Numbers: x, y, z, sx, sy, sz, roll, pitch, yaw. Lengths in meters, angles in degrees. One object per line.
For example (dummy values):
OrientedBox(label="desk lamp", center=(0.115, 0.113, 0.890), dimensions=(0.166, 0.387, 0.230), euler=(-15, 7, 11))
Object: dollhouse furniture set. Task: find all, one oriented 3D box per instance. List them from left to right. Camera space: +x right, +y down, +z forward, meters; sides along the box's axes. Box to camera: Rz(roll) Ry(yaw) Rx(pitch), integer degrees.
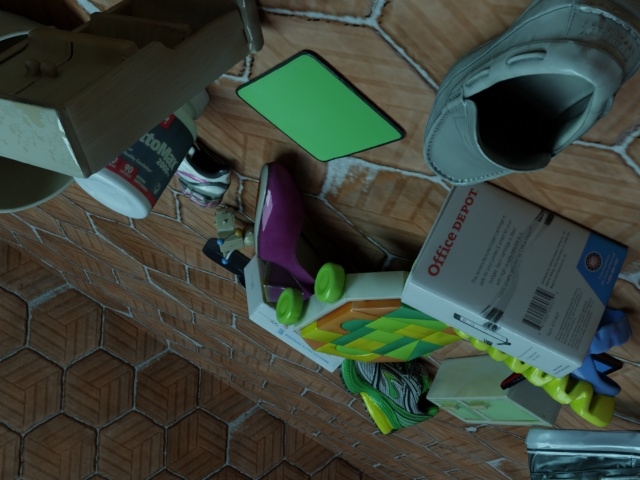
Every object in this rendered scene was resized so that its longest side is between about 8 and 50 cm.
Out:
OrientedBox(label="dollhouse furniture set", center=(-0.224, -0.293, 0.686), dimensions=(0.362, 0.256, 0.394), euler=(15, 135, 31))

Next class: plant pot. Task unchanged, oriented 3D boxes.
OrientedBox(label="plant pot", center=(-0.468, -0.216, 1.112), dimensions=(0.274, 0.256, 0.256), euler=(37, 167, 31))

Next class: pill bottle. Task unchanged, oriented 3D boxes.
OrientedBox(label="pill bottle", center=(-0.218, -0.128, 1.027), dimensions=(0.108, 0.180, 0.108), euler=(25, 160, 10))

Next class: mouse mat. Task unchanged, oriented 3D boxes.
OrientedBox(label="mouse mat", center=(-0.005, -0.149, 0.953), dimensions=(0.152, 0.007, 0.190), euler=(37, 160, -23))

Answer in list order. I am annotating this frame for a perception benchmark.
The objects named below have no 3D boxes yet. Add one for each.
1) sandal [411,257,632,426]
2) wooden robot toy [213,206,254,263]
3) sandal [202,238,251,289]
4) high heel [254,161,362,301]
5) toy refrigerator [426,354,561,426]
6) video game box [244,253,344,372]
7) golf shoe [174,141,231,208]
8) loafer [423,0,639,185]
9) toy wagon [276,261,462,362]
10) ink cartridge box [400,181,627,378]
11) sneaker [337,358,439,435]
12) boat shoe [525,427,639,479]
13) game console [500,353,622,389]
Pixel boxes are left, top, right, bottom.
OrientedBox(label="sandal", center=(0.257, 0.094, 1.020), dimensions=(0.317, 0.138, 0.126), euler=(31, -173, -9))
OrientedBox(label="wooden robot toy", center=(-0.138, -0.019, 1.397), dimensions=(0.079, 0.076, 0.173), euler=(-7, 159, -5))
OrientedBox(label="sandal", center=(-0.127, 0.087, 1.616), dimensions=(0.254, 0.054, 0.097), euler=(32, 160, -9))
OrientedBox(label="high heel", center=(0.000, 0.000, 1.216), dimensions=(0.181, 0.127, 0.377), euler=(3, 156, 3))
OrientedBox(label="toy refrigerator", center=(0.301, 0.265, 1.431), dimensions=(0.102, 0.094, 0.269), euler=(33, 160, -13))
OrientedBox(label="video game box", center=(-0.050, 0.127, 1.478), dimensions=(0.187, 0.048, 0.205), euler=(38, -167, -20))
OrientedBox(label="golf shoe", center=(-0.213, -0.129, 1.212), dimensions=(0.186, 0.067, 0.086), euler=(31, 131, -1))
OrientedBox(label="loafer", center=(0.156, -0.108, 0.684), dimensions=(0.112, 0.111, 0.319), euler=(29, 160, -2))
OrientedBox(label="toy wagon", center=(0.108, 0.100, 1.188), dimensions=(0.267, 0.068, 0.344), euler=(16, 153, -25))
OrientedBox(label="ink cartridge box", center=(0.212, 0.039, 0.916), dimensions=(0.203, 0.148, 0.086), euler=(27, 162, 8))
OrientedBox(label="sneaker", center=(0.128, 0.248, 1.623), dimensions=(0.146, 0.134, 0.343), euler=(-21, 131, 17))
OrientedBox(label="boat shoe", center=(0.488, 0.357, 1.276), dimensions=(0.335, 0.119, 0.121), euler=(-7, 166, 36))
OrientedBox(label="game console", center=(0.356, 0.203, 1.228), dimensions=(0.085, 0.124, 0.144), euler=(52, 164, 13))
